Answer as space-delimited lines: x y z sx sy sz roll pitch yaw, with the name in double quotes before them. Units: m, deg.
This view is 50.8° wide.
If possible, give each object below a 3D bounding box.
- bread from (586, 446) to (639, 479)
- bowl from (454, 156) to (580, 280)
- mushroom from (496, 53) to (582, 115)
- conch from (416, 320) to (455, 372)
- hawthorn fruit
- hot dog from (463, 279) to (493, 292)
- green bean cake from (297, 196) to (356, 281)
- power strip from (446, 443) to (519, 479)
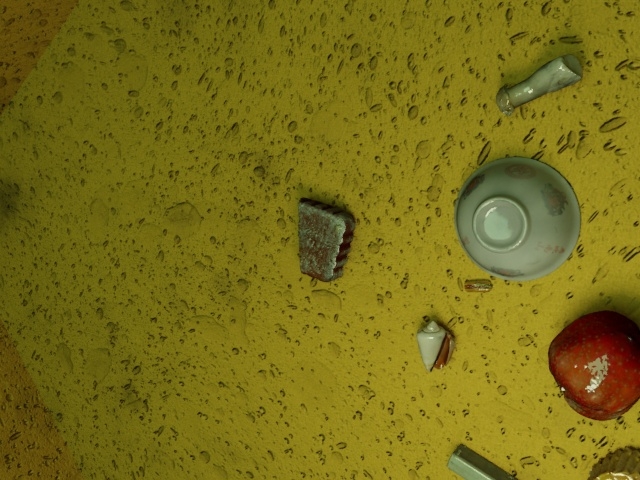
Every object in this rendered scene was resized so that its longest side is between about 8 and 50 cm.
"bread" 0.794 0.672 1.693 0.274 0.149 0.274 6 101 37
"bowl" 0.492 -0.048 1.771 0.345 0.157 0.346 5 100 30
"mushroom" 0.553 -0.398 1.727 0.223 0.092 0.081 -23 101 38
"conch" 0.331 0.312 1.953 0.104 0.094 0.176 -5 100 -8
"hawthorn fruit" 0.716 0.290 1.643 0.300 0.254 0.254 -31 80 14
"hot dog" 0.444 0.131 1.901 0.083 0.021 0.037 -7 94 33
"green bean cake" 0.000 0.000 2.104 0.198 0.097 0.233 18 106 26
"power strip" 0.501 0.684 1.900 0.288 0.093 0.053 29 107 25
